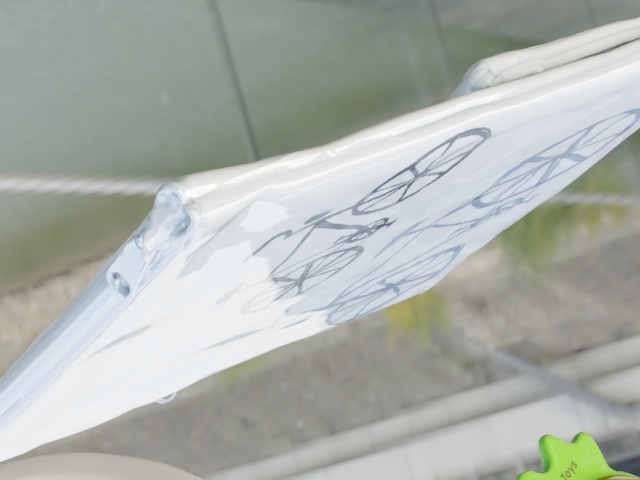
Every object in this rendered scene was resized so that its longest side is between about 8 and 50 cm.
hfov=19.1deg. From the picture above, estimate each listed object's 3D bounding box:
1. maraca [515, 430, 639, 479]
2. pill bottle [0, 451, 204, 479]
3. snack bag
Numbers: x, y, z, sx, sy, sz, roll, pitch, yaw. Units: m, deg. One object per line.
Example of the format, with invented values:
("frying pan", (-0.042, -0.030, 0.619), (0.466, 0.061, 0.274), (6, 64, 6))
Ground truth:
("maraca", (0.215, 0.217, 1.355), (0.099, 0.185, 0.127), (-41, -173, 45))
("pill bottle", (-0.076, 0.187, 0.602), (0.121, 0.216, 0.121), (-3, -161, 1))
("snack bag", (0.000, 0.000, 0.860), (0.342, 0.037, 0.323), (-21, 168, -35))
